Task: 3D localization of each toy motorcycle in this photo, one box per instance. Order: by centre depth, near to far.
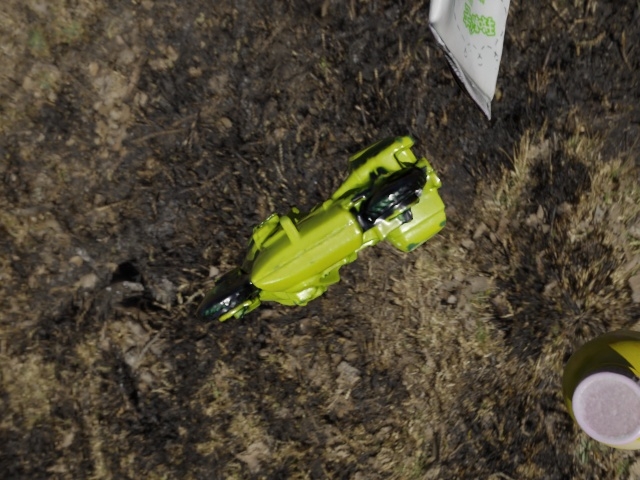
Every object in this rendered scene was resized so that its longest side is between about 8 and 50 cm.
[{"bbox_3d":[0.001,0.002,0.783,0.342,0.206,0.142,-32,100,15],"label":"toy motorcycle"}]

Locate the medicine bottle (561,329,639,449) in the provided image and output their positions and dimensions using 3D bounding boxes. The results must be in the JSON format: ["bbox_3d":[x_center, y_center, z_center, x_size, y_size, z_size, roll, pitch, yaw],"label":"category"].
[{"bbox_3d":[0.321,0.162,0.644,0.121,0.212,0.122,-3,85,32],"label":"medicine bottle"}]

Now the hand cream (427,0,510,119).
[{"bbox_3d":[0.136,-0.279,0.494,0.076,0.121,0.336,1,76,39],"label":"hand cream"}]
